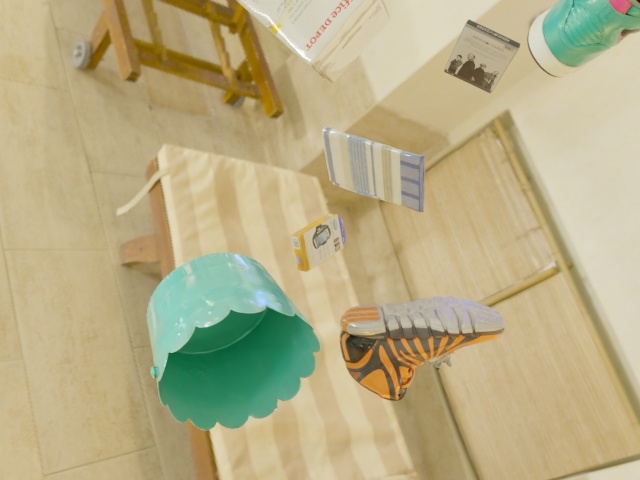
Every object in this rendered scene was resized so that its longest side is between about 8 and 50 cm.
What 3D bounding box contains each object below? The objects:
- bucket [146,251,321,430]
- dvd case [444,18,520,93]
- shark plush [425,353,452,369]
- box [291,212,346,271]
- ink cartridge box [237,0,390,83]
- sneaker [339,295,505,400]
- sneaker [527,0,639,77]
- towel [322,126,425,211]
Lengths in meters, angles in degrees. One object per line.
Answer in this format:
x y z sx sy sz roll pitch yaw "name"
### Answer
-0.161 0.169 1.037 0.281 0.281 0.183 20 22 -38 "bucket"
0.513 -0.585 1.933 0.179 0.238 0.029 27 69 5 "dvd case"
0.279 0.276 1.434 0.161 0.073 0.067 54 53 -66 "shark plush"
0.000 0.000 1.248 0.136 0.028 0.081 -32 120 -42 "box"
-0.021 -0.434 1.091 0.232 0.171 0.168 45 13 10 "ink cartridge box"
0.201 0.217 1.202 0.124 0.321 0.180 -79 166 -69 "sneaker"
0.393 -0.332 0.734 0.124 0.178 0.295 47 64 -9 "sneaker"
0.137 -0.182 1.542 0.034 0.285 0.209 -56 152 -28 "towel"
